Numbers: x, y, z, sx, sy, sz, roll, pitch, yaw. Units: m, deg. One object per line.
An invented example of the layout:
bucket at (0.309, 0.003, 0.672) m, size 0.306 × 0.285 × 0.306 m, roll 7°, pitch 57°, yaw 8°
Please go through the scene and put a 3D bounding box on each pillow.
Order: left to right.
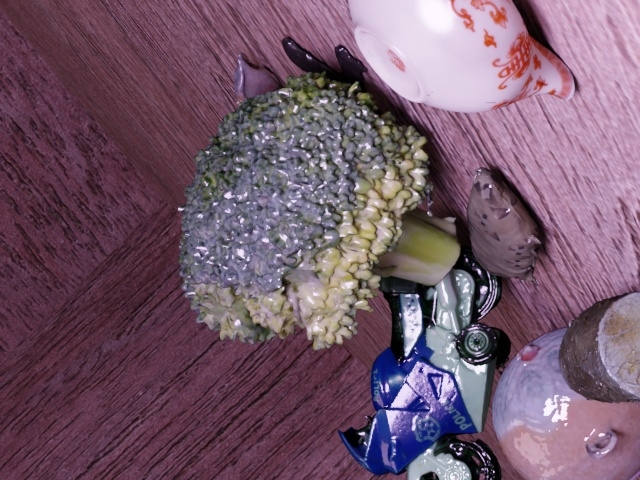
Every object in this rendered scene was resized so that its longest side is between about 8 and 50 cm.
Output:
pillow at (0.189, -0.003, 1.595) m, size 0.093 × 0.051 × 0.241 m, roll 42°, pitch 169°, yaw 18°

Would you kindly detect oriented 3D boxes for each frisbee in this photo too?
frisbee at (0.028, -0.169, 1.688) m, size 0.211 × 0.012 × 0.187 m, roll 42°, pitch 171°, yaw 15°

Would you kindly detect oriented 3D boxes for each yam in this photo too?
yam at (0.282, 0.103, 1.476) m, size 0.107 × 0.107 × 0.183 m, roll 44°, pitch 169°, yaw 1°

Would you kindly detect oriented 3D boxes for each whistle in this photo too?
whistle at (0.259, 0.160, 1.706) m, size 0.189 × 0.189 × 0.348 m, roll 46°, pitch -175°, yaw -12°

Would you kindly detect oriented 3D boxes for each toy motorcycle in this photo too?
toy motorcycle at (0.121, 0.157, 1.851) m, size 0.196 × 0.331 × 0.125 m, roll 0°, pitch 177°, yaw 16°

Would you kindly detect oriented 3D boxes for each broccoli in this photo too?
broccoli at (-0.015, 0.006, 1.672) m, size 0.302 × 0.249 × 0.375 m, roll 36°, pitch 131°, yaw -9°

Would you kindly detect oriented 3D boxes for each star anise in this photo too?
star anise at (-0.049, -0.148, 2.003) m, size 0.172 × 0.063 × 0.208 m, roll 42°, pitch 172°, yaw 6°

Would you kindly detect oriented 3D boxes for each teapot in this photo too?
teapot at (0.078, -0.173, 1.151) m, size 0.245 × 0.116 × 0.159 m, roll 54°, pitch -179°, yaw -19°
